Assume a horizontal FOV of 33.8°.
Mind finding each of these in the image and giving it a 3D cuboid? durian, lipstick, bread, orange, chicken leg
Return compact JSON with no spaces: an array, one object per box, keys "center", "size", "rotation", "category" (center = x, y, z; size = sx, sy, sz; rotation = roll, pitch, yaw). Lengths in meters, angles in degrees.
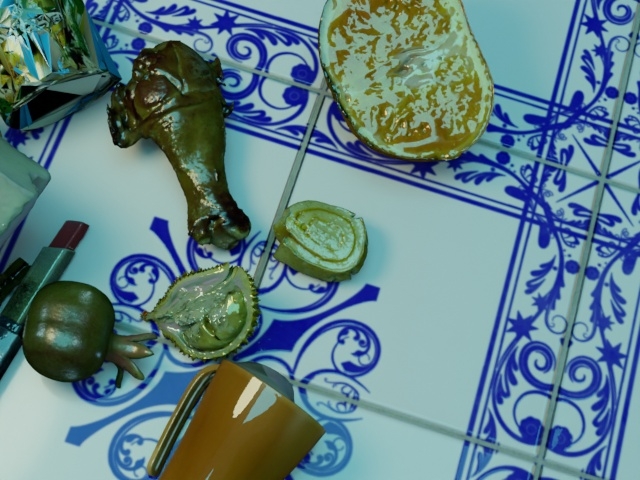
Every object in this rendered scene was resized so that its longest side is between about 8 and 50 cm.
[{"center":[-0.180,0.113,1.606],"size":[0.208,0.102,0.146],"rotation":[-8,87,18],"category":"durian"},{"center":[-0.449,0.092,1.605],"size":[0.051,0.051,0.312],"rotation":[24,68,6],"category":"lipstick"},{"center":[0.000,0.000,1.675],"size":[0.156,0.064,0.117],"rotation":[22,64,5],"category":"bread"},{"center":[0.132,-0.290,1.701],"size":[0.274,0.274,0.310],"rotation":[-35,120,-17],"category":"orange"},{"center":[-0.232,-0.164,1.676],"size":[0.212,0.140,0.361],"rotation":[-3,65,-15],"category":"chicken leg"}]

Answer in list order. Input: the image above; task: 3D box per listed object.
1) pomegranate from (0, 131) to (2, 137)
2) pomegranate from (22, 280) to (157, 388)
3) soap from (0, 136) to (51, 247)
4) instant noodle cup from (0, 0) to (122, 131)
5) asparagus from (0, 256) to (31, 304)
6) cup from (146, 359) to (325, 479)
[{"center":[-0.608,-0.143,1.599],"size":[0.233,0.233,0.233],"rotation":[2,69,-5],"category":"pomegranate"},{"center":[-0.345,0.143,1.563],"size":[0.191,0.131,0.152],"rotation":[18,61,-22],"category":"pomegranate"},{"center":[-0.615,0.012,1.458],"size":[0.261,0.156,0.446],"rotation":[38,103,-18],"category":"soap"},{"center":[-0.451,-0.294,1.672],"size":[0.240,0.240,0.178],"rotation":[-27,83,-14],"category":"instant noodle cup"},{"center":[-0.504,0.096,1.609],"size":[0.036,0.030,0.165],"rotation":[41,68,-19],"category":"asparagus"},{"center":[-0.141,0.299,1.507],"size":[0.226,0.182,0.264],"rotation":[24,72,40],"category":"cup"}]
